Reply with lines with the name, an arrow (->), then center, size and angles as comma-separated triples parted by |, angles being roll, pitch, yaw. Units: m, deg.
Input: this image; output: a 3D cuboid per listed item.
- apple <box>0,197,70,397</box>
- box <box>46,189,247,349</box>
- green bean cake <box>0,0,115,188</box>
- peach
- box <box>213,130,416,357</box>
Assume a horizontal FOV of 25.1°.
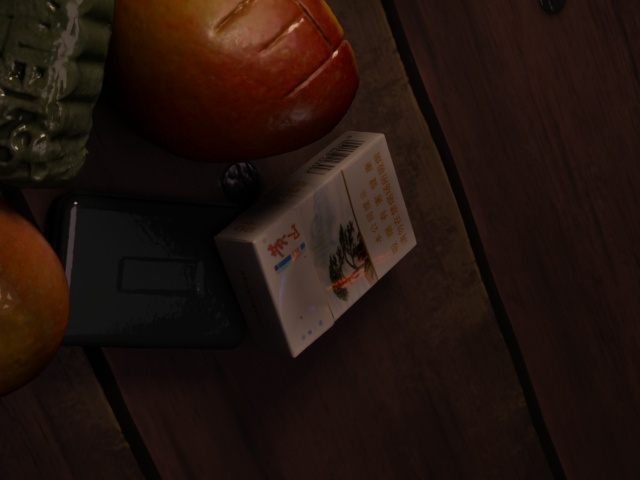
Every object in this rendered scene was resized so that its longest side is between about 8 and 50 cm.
apple -> -0.345, 0.039, 1.302 | 0.210, 0.173, 0.235 | -25, 125, 12
box -> -0.177, 0.033, 1.496 | 0.230, 0.050, 0.160 | 4, 93, -35
green bean cake -> -0.306, -0.170, 1.284 | 0.125, 0.222, 0.227 | -3, 105, -79
peach -> -0.098, -0.191, 1.404 | 0.245, 0.248, 0.275 | -41, 99, 17
box -> -0.001, 0.000, 1.567 | 0.233, 0.067, 0.150 | -41, 122, -36
